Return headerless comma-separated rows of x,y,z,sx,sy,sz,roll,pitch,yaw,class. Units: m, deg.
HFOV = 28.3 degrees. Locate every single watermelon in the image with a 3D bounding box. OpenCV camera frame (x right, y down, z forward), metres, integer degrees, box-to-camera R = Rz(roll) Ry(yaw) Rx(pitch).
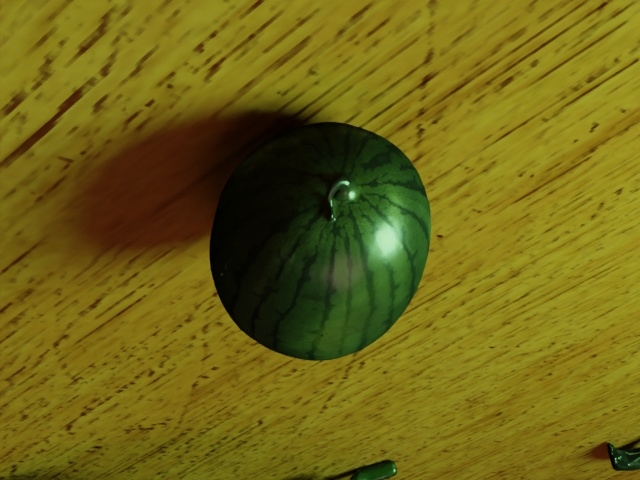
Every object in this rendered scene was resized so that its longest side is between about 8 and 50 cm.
0.000,0.000,0.452,0.078,0.078,0.110,-8,153,-15,watermelon

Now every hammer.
0.297,0.136,0.968,0.078,0.021,0.201,4,149,-36,hammer

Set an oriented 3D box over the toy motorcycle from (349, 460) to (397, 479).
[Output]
-0.024,0.257,0.941,0.205,0.127,0.275,-15,162,3,toy motorcycle
